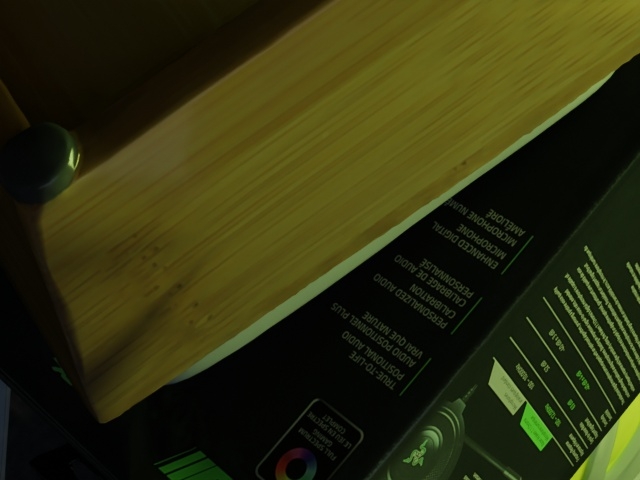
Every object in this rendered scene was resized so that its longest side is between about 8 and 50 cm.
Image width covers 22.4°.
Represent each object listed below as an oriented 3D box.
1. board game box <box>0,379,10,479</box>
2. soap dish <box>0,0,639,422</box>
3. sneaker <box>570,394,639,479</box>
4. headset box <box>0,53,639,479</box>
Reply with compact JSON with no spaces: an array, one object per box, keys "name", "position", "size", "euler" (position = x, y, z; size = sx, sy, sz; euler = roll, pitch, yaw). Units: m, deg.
[{"name":"board game box","position":[-0.284,0.103,0.657],"size":[0.390,0.050,0.390],"euler":[-17,127,-40]},{"name":"soap dish","position":[-0.056,-0.117,0.560],"size":[0.229,0.291,0.118],"euler":[-35,150,-3]},{"name":"sneaker","position":[0.044,0.175,0.883],"size":[0.147,0.145,0.384],"euler":[33,90,-45]},{"name":"headset box","position":[0.000,0.000,0.644],"size":[0.283,0.246,0.131],"euler":[-49,144,-6]}]
